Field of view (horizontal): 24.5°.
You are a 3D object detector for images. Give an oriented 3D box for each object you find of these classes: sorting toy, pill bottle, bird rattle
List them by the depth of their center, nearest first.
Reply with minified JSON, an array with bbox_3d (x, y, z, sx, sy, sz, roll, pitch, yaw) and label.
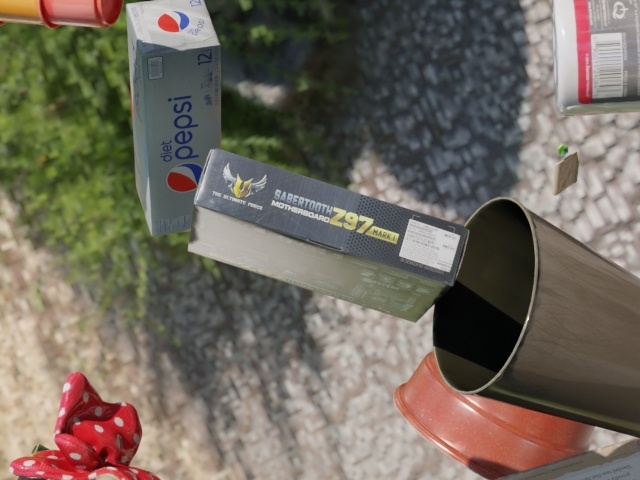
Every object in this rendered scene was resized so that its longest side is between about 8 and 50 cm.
[{"bbox_3d":[-0.127,0.223,1.073,0.207,0.143,0.253,38,178,-22],"label":"bird rattle"},{"bbox_3d":[0.481,-0.265,2.022,0.176,0.318,0.176,-3,-90,-83],"label":"pill bottle"},{"bbox_3d":[0.376,-0.116,2.260,0.012,0.062,0.083,24,127,36],"label":"sorting toy"}]

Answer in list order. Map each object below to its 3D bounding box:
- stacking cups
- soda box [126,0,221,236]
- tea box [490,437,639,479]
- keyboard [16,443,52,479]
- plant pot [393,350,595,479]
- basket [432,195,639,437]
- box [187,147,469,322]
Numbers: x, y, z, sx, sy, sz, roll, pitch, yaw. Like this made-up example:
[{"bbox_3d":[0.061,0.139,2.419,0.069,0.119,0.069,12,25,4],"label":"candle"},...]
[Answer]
[{"bbox_3d":[-0.357,-0.263,1.512,0.316,0.096,0.096,8,132,11],"label":"stacking cups"},{"bbox_3d":[-0.169,-0.141,1.711,0.286,0.091,0.098,94,161,-46],"label":"soda box"},{"bbox_3d":[0.258,0.437,1.692,0.220,0.329,0.324,57,145,37],"label":"tea box"},{"bbox_3d":[-0.321,0.330,1.300,0.033,0.317,0.201,30,177,-7],"label":"keyboard"},{"bbox_3d":[0.275,0.152,1.910,0.272,0.272,0.265,41,109,44],"label":"plant pot"},{"bbox_3d":[0.238,0.089,1.338,0.154,0.226,0.204,-49,27,37],"label":"basket"},{"bbox_3d":[0.000,0.000,1.310,0.232,0.059,0.183,18,165,-2],"label":"box"}]
